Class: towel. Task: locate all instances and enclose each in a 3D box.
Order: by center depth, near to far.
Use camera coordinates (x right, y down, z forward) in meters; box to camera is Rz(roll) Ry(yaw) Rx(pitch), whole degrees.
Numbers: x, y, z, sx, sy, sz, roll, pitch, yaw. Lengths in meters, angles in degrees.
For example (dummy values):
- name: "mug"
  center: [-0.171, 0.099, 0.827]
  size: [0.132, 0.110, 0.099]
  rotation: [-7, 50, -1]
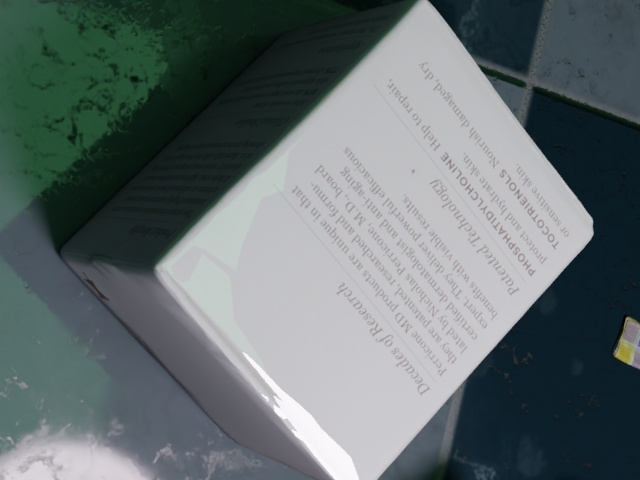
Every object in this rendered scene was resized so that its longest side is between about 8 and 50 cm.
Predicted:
- name: "towel"
  center: [0.441, 0.146, 1.846]
  size: [0.083, 0.009, 0.060]
  rotation: [28, 79, -24]

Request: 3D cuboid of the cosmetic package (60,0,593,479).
- name: "cosmetic package"
  center: [0.000, 0.000, 1.444]
  size: [0.393, 0.329, 0.327]
  rotation: [-46, 111, -17]
